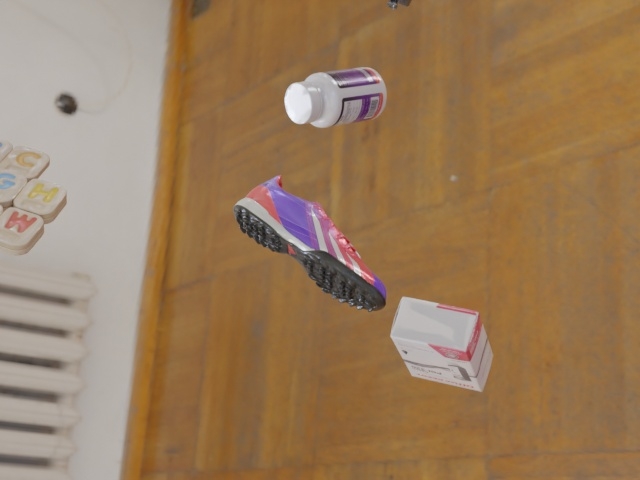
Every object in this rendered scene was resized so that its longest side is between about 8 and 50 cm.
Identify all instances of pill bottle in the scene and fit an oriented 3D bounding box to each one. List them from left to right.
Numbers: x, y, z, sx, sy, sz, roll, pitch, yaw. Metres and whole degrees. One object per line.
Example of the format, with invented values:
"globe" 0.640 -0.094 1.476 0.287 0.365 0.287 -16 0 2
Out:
"pill bottle" 0.028 -0.278 2.053 0.108 0.193 0.108 16 113 45

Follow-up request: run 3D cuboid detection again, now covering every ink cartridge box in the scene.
"ink cartridge box" 0.241 0.206 2.058 0.159 0.218 0.092 10 67 23

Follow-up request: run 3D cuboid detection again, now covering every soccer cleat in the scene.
"soccer cleat" 0.000 0.000 1.781 0.318 0.108 0.116 34 64 22

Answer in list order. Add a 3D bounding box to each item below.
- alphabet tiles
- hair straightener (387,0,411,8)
"alphabet tiles" -0.489 -0.065 1.381 0.278 0.284 0.021 -66 -8 -51
"hair straightener" 0.154 -0.435 1.809 0.089 0.047 0.230 -65 7 0
